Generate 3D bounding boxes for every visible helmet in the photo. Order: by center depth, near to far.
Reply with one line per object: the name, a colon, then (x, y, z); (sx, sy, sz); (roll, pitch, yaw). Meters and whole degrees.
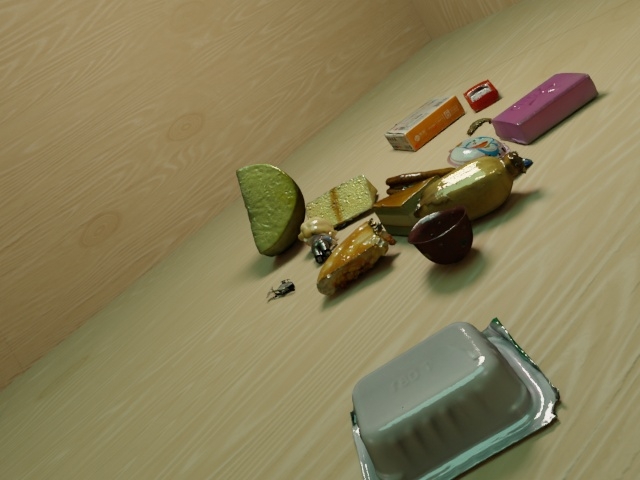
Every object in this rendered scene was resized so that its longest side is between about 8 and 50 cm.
helmet: (0.293, 0.000, 1.316); (0.155, 0.106, 0.175); (-38, 17, -13)

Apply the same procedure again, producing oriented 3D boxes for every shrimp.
shrimp: (0.563, -0.409, 1.969); (0.083, 0.023, 0.114); (-5, 31, 51)

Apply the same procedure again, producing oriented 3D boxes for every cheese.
cheese: (0.483, -0.242, 1.611); (0.189, 0.074, 0.286); (-26, 29, -14)

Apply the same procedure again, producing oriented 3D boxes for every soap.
soap: (0.669, -0.400, 1.679); (0.259, 0.081, 0.181); (-35, 19, 2)

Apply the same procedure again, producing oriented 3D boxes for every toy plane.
toy plane: (-0.123, 0.155, 1.762); (0.121, 0.031, 0.049); (-18, 34, 34)

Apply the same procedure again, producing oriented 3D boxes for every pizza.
pizza: (0.115, 0.041, 1.551); (0.229, 0.081, 0.289); (-22, 23, 49)

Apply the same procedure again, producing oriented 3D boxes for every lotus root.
lotus root: (0.383, -0.123, 1.423); (0.303, 0.131, 0.146); (-28, 43, 23)

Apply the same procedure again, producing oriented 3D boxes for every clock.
clock: (0.630, -0.562, 2.169); (0.113, 0.061, 0.155); (-28, 23, 19)

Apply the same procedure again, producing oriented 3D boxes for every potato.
potato: (-0.135, -0.120, 2.082); (0.213, 0.330, 0.280); (-17, -7, 16)

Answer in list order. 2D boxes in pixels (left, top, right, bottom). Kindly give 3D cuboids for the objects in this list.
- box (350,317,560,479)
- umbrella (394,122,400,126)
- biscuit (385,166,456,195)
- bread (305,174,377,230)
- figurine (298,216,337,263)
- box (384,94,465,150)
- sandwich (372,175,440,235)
box: (0.181, 0.251, 0.909); (0.337, 0.106, 0.264); (-33, 19, 5)
umbrella: (0.400, -0.546, 2.558); (0.025, 0.027, 0.165); (-33, 13, -36)
biscuit: (0.301, -0.175, 1.662); (0.220, 0.066, 0.220); (-9, 6, 1)
bread: (0.076, -0.126, 1.993); (0.266, 0.142, 0.178); (-25, 6, 22)
figurine: (0.000, 0.000, 1.852); (0.114, 0.108, 0.196); (-41, 35, 13)
box: (0.419, -0.478, 2.268); (0.274, 0.091, 0.221); (-37, 18, -5)
sandwich: (0.261, -0.097, 1.589); (0.144, 0.117, 0.187); (-39, 17, -18)
